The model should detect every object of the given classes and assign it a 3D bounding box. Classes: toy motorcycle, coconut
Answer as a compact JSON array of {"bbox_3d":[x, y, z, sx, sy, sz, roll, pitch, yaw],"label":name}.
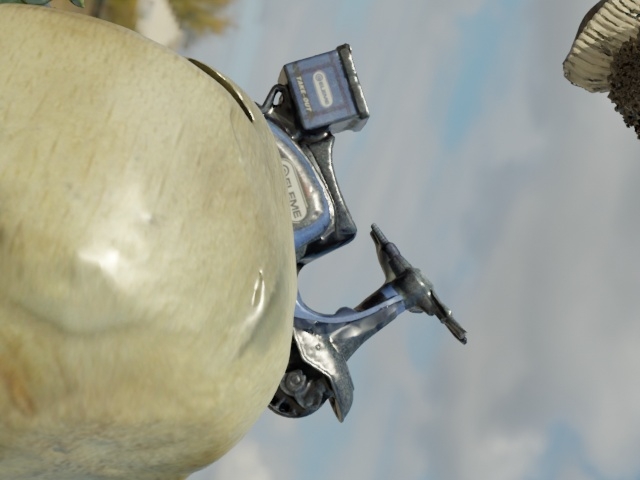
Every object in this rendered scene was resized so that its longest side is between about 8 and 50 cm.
[{"bbox_3d":[0.000,0.000,1.764,0.125,0.212,0.358,132,-59,-82],"label":"toy motorcycle"},{"bbox_3d":[-0.114,0.000,0.749,0.224,0.224,0.224,-165,-90,-80],"label":"coconut"}]

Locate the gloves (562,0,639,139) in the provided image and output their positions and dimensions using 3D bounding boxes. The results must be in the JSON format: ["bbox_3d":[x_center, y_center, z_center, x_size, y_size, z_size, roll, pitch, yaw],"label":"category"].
[{"bbox_3d":[0.395,-0.169,1.888,0.312,0.210,0.135,43,-29,38],"label":"gloves"}]

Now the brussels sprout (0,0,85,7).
[{"bbox_3d":[-0.273,-0.223,1.069,0.294,0.259,0.227,-103,-166,-52],"label":"brussels sprout"}]

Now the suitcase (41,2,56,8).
[{"bbox_3d":[-0.291,-0.054,1.482,0.335,0.229,0.152,-54,-174,18],"label":"suitcase"}]
